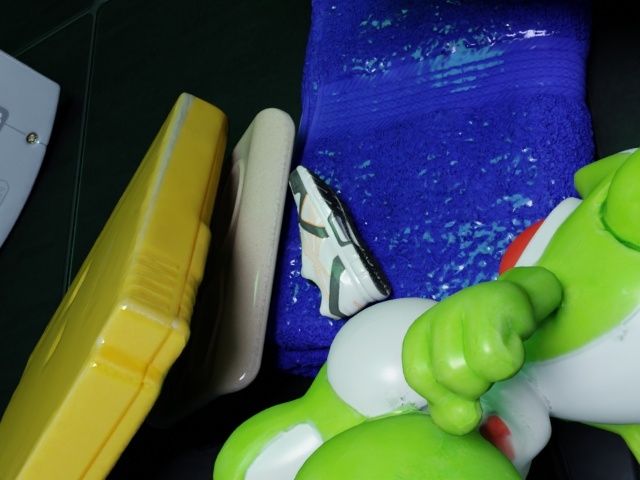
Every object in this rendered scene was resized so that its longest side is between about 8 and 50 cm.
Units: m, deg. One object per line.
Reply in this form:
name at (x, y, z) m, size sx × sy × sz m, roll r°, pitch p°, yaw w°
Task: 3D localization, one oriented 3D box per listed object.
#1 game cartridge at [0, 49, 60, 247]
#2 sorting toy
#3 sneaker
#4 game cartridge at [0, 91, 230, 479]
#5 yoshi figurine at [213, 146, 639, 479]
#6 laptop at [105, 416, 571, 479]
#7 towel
game cartridge at (-0.383, -0.056, 0.927) m, size 0.062 × 0.198 × 0.297 m, roll 27°, pitch 87°, yaw 44°
sorting toy at (-0.071, 0.030, 0.696) m, size 0.208 × 0.038 × 0.193 m, roll 146°, pitch 135°, yaw -60°
sneaker at (0.000, 0.000, 0.587) m, size 0.043 × 0.040 × 0.109 m, roll -37°, pitch 53°, yaw 16°
game cartridge at (-0.151, 0.079, 0.636) m, size 0.285 × 0.052 × 0.324 m, roll -55°, pitch 18°, yaw 23°
yoshi figurine at (0.118, 0.070, 0.420) m, size 0.362 × 0.203 × 0.204 m, roll -32°, pitch 78°, yaw 10°
laptop at (-0.036, 0.330, 0.543) m, size 0.408 × 0.236 × 0.382 m, roll 122°, pitch 150°, yaw -43°
towel at (0.065, -0.068, 0.642) m, size 0.227 × 0.076 × 0.308 m, roll -12°, pitch 62°, yaw 37°
